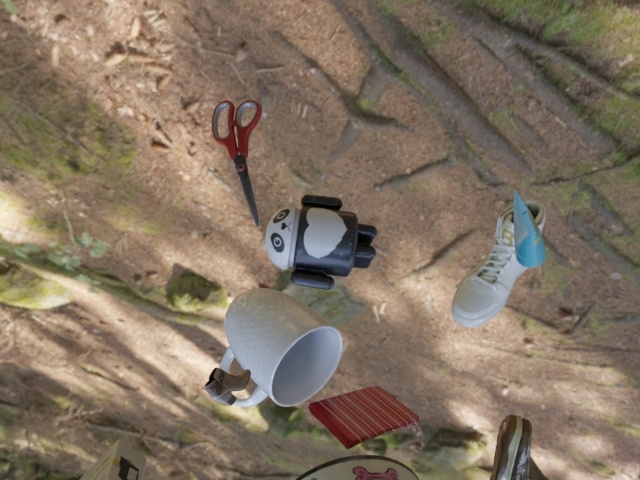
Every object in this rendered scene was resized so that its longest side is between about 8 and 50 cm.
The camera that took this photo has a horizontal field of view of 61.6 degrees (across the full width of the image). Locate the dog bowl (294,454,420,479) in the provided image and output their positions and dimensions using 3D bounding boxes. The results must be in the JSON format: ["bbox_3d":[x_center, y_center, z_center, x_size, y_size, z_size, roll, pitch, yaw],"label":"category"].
[{"bbox_3d":[0.085,0.736,1.343,0.409,0.150,0.407,-5,118,-10],"label":"dog bowl"}]

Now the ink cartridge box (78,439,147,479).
[{"bbox_3d":[-0.386,0.459,0.950,0.072,0.127,0.175,44,179,-16],"label":"ink cartridge box"}]

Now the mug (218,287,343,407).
[{"bbox_3d":[-0.168,0.335,1.649,0.328,0.374,0.276,33,172,40],"label":"mug"}]

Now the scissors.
[{"bbox_3d":[-0.166,-0.154,1.057,0.109,0.296,0.021,-8,159,13],"label":"scissors"}]

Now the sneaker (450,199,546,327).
[{"bbox_3d":[0.365,0.033,1.111,0.108,0.292,0.169,28,149,34],"label":"sneaker"}]

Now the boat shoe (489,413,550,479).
[{"bbox_3d":[0.351,0.405,0.934,0.095,0.095,0.257,7,124,14],"label":"boat shoe"}]

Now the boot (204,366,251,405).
[{"bbox_3d":[-0.222,0.332,1.281,0.042,0.118,0.087,-26,114,38],"label":"boot"}]

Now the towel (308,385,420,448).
[{"bbox_3d":[0.124,0.497,1.536,0.199,0.275,0.031,28,114,48],"label":"towel"}]

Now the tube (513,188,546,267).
[{"bbox_3d":[0.347,-0.010,0.901,0.052,0.080,0.207,-26,152,13],"label":"tube"}]

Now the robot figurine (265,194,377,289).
[{"bbox_3d":[0.000,0.001,1.362,0.279,0.209,0.173,8,117,-2],"label":"robot figurine"}]
